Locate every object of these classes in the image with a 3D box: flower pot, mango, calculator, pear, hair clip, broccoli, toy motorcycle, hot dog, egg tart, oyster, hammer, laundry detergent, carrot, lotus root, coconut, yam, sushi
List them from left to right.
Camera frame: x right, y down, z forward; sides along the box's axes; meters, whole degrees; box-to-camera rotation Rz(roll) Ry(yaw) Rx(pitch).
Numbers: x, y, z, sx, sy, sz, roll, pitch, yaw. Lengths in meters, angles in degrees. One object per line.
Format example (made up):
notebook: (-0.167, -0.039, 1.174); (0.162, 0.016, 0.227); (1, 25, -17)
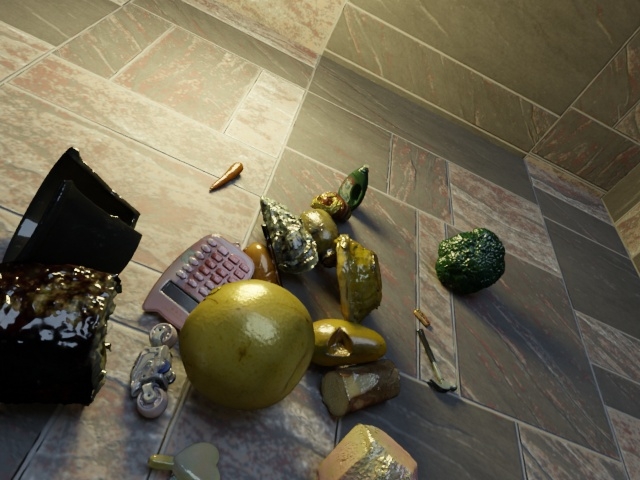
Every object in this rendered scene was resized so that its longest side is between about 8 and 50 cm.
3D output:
sushi: (-0.614, 0.209, 1.102); (0.295, 0.281, 0.299); (10, 51, -20)
flower pot: (-0.647, -0.023, 1.342); (0.251, 0.379, 0.379); (31, 34, -36)
toy motorcycle: (-0.426, 0.324, 1.269); (0.113, 0.112, 0.254); (14, 44, -21)
hair clip: (-0.319, 0.537, 1.133); (0.159, 0.071, 0.218); (37, 35, 10)
calculator: (-0.342, 0.128, 1.467); (0.220, 0.048, 0.329); (37, 67, 7)
carrot: (-0.365, -0.245, 1.940); (0.048, 0.048, 0.216); (34, 44, 3)
pear: (-0.185, 0.265, 1.294); (0.349, 0.348, 0.348); (18, 41, -17)
hot dog: (-0.182, 0.124, 1.571); (0.107, 0.194, 0.325); (-15, 61, -3)
oyster: (-0.130, -0.025, 1.760); (0.163, 0.158, 0.350); (-17, 58, -22)
lotus root: (-0.001, -0.001, 1.835); (0.154, 0.154, 0.278); (1, 50, -33)
hot dog: (0.053, -0.143, 1.999); (0.123, 0.093, 0.262); (35, 12, 22)
mango: (0.067, 0.310, 1.510); (0.262, 0.129, 0.167); (0, 12, 4)
laundry detergent: (0.154, -0.231, 2.128); (0.063, 0.210, 0.137); (0, 50, -34)
egg tart: (0.132, 0.130, 1.663); (0.132, 0.341, 0.341); (-9, 41, 11)
yam: (0.129, 0.432, 1.487); (0.239, 0.128, 0.129); (-2, 94, -35)
coconut: (0.106, 0.601, 1.215); (0.233, 0.245, 0.233); (39, -2, 2)
hot dog: (0.385, 0.288, 1.885); (0.037, 0.021, 0.083); (-21, 63, -46)
hammer: (0.386, 0.414, 1.751); (0.103, 0.029, 0.246); (7, 44, -29)
broccoli: (0.628, 0.073, 2.103); (0.298, 0.297, 0.297); (26, 18, -7)
